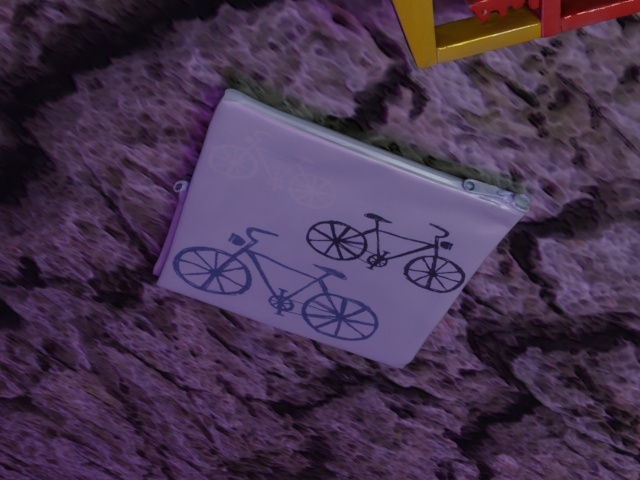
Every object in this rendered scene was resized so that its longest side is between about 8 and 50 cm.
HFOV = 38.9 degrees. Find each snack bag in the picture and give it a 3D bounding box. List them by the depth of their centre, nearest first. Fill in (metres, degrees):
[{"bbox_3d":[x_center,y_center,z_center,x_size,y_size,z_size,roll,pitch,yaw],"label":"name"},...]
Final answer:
[{"bbox_3d":[0.000,0.000,0.952,0.323,0.037,0.342,20,141,-6],"label":"snack bag"}]

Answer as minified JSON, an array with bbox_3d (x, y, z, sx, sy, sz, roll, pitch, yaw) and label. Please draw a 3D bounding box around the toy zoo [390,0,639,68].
[{"bbox_3d":[0.146,-0.216,0.571,0.293,0.030,0.192,-15,136,0],"label":"toy zoo"}]
